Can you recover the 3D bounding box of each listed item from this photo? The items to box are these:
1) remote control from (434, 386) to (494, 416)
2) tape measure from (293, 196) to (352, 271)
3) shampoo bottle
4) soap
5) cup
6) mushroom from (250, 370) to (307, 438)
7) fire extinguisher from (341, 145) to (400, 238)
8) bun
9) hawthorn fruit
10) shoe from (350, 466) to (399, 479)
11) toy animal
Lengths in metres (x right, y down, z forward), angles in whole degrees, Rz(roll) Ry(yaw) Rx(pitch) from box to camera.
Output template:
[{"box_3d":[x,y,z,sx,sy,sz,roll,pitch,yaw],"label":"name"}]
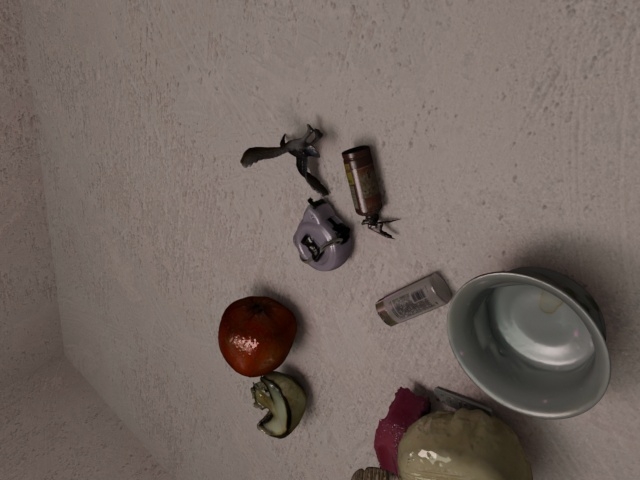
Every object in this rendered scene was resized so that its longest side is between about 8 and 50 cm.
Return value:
[{"box_3d":[0.397,0.452,1.523,0.184,0.027,0.050,12,124,45],"label":"remote control"},{"box_3d":[0.003,0.001,1.585,0.178,0.105,0.196,41,134,19],"label":"tape measure"},{"box_3d":[0.245,0.163,1.480,0.086,0.055,0.227,56,138,1],"label":"shampoo bottle"},{"box_3d":[0.249,0.589,1.625,0.112,0.182,0.289,21,142,33],"label":"soap"},{"box_3d":[0.469,0.195,1.203,0.347,0.163,0.348,23,127,34],"label":"cup"},{"box_3d":[-0.131,0.580,2.002,0.189,0.164,0.267,10,116,36],"label":"mushroom"},{"box_3d":[0.130,-0.115,1.418,0.106,0.075,0.252,1,112,43],"label":"fire extinguisher"},{"box_3d":[0.371,0.562,1.424,0.359,0.211,0.360,11,138,10],"label":"bun"},{"box_3d":[-0.220,0.327,1.869,0.275,0.275,0.300,42,134,18],"label":"hawthorn fruit"},{"box_3d":[0.279,0.813,1.754,0.350,0.172,0.198,6,155,22],"label":"shoe"},{"box_3d":[-0.059,-0.247,1.509,0.272,0.197,0.160,30,130,-33],"label":"toy animal"}]
